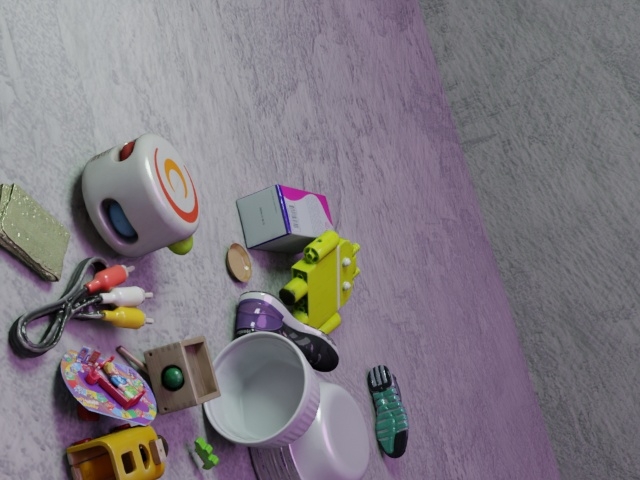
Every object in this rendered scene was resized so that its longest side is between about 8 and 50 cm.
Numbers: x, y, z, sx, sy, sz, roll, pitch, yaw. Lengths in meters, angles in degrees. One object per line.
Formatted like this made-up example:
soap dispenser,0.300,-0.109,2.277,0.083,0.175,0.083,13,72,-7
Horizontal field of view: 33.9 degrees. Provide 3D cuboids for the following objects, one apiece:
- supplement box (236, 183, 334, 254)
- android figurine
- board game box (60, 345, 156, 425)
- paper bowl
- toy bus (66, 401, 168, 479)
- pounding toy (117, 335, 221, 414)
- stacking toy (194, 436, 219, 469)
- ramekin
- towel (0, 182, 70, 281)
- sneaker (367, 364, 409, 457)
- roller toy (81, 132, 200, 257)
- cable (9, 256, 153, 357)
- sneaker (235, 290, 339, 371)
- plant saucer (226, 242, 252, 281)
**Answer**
supplement box,-0.070,-0.042,2.269,0.220,0.114,0.111,9,64,-60
android figurine,0.006,0.096,2.270,0.273,0.056,0.248,-35,134,-47
board game box,-0.314,0.215,1.604,0.169,0.033,0.133,24,24,-35
paper bowl,-0.007,0.392,2.061,0.284,0.148,0.284,43,37,-43
toy bus,-0.286,0.331,1.592,0.191,0.104,0.202,51,32,-37
pounding toy,-0.253,0.222,1.768,0.141,0.100,0.130,0,73,-75
stacking toy,-0.195,0.465,1.753,0.221,0.052,0.167,64,24,-10
ramekin,-0.098,0.280,1.898,0.109,0.207,0.207,47,33,-57
towel,-0.444,-0.012,1.604,0.148,0.027,0.110,46,34,-40
sneaker,0.177,0.409,2.493,0.098,0.083,0.223,34,43,-59
roller toy,-0.308,-0.076,1.779,0.191,0.146,0.209,37,35,-64
cable,-0.371,0.092,1.626,0.287,0.072,0.139,-13,79,-64
sneaker,-0.075,0.223,2.114,0.283,0.107,0.124,38,47,-36
plant saucer,-0.168,0.046,2.126,0.083,0.015,0.083,42,39,-46
